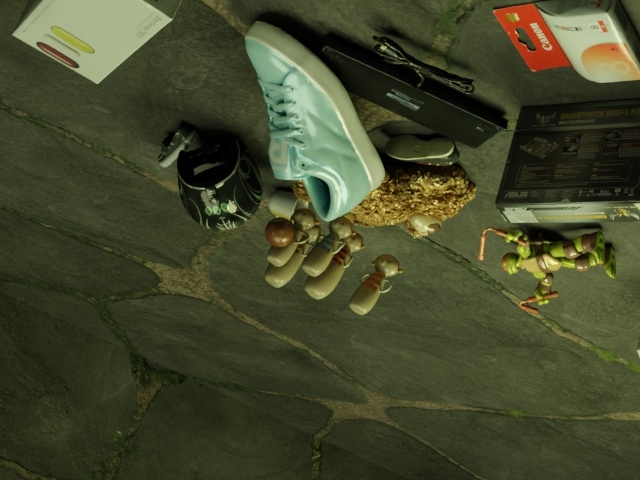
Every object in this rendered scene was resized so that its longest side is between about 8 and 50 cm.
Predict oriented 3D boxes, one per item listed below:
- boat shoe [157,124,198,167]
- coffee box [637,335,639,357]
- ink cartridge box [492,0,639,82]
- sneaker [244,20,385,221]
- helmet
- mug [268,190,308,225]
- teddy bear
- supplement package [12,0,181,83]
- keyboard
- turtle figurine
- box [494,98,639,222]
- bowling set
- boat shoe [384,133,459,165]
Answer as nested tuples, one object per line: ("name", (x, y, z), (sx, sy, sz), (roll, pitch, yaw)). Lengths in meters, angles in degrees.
("boat shoe", (-0.277, -0.182, 2.257), (0.040, 0.049, 0.142), (38, 146, -15))
("coffee box", (0.721, 0.173, 2.186), (0.247, 0.141, 0.098), (5, 152, 29))
("ink cartridge box", (0.340, -0.270, 1.637), (0.179, 0.045, 0.145), (-4, 147, 35))
("sneaker", (-0.029, -0.174, 1.893), (0.135, 0.150, 0.366), (15, 149, 52))
("helmet", (-0.184, -0.100, 2.217), (0.169, 0.169, 0.161), (8, 147, 22))
("mug", (-0.069, -0.062, 2.330), (0.064, 0.078, 0.062), (18, 175, 22))
("teddy bear", (0.107, -0.069, 2.144), (0.338, 0.113, 0.245), (9, 157, 21))
("supplement package", (-0.287, -0.373, 1.662), (0.145, 0.204, 0.262), (29, 153, -23))
("keyboard", (0.146, -0.240, 1.852), (0.317, 0.033, 0.201), (23, 162, -11))
("turtle figurine", (0.422, 0.039, 2.179), (0.217, 0.087, 0.269), (-6, 138, 29))
("box", (0.388, -0.116, 1.760), (0.231, 0.183, 0.056), (-1, 148, 35))
("bowling set", (0.000, 0.000, 2.181), (0.287, 0.154, 0.200), (17, 150, 38))
("boat shoe", (0.169, -0.149, 2.003), (0.133, 0.049, 0.042), (5, 157, 32))
